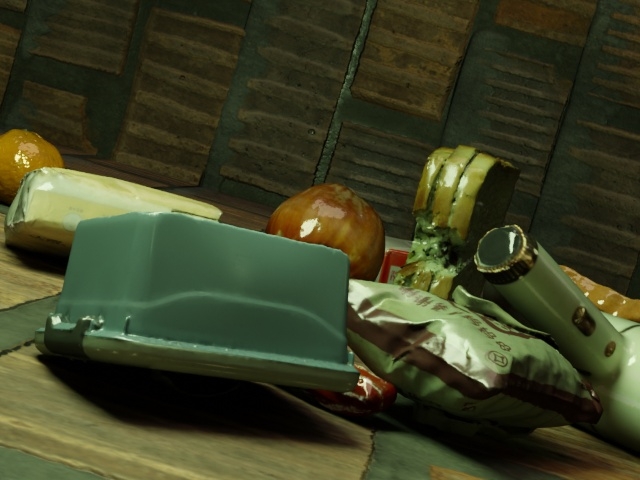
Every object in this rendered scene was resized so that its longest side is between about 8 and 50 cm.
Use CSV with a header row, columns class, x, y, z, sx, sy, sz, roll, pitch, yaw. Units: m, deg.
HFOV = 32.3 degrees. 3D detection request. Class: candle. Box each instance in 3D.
class,x,y,z,sx,sy,sz,roll,pitch,yaw
candle,-0.071,0.093,1.013,0.329,0.048,0.051,19,47,36

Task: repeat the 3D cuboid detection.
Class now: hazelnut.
class,x,y,z,sx,sy,sz,roll,pitch,yaw
hazelnut,0.000,0.000,1.575,0.182,0.182,0.182,16,5,-1

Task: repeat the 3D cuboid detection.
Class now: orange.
class,x,y,z,sx,sy,sz,roll,pitch,yaw
orange,-0.451,-0.108,1.675,0.135,0.117,0.135,12,11,-2

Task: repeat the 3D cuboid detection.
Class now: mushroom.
class,x,y,z,sx,sy,sz,roll,pitch,yaw
mushroom,0.331,0.105,1.824,0.117,0.141,0.188,-16,21,-5

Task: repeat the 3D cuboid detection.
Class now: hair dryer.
class,x,y,z,sx,sy,sz,roll,pitch,yaw
hair dryer,0.255,0.088,1.092,0.362,0.128,0.203,42,-13,-37

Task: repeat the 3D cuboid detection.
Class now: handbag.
class,x,y,z,sx,sy,sz,roll,pitch,yaw
handbag,0.125,0.111,0.999,0.213,0.127,0.235,22,-6,40

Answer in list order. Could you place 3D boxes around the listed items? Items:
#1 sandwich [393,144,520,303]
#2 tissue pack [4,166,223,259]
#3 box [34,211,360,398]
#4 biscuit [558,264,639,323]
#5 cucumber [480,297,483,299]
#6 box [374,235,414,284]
class,x,y,z,sx,sy,sz,roll,pitch,yaw
sandwich,0.179,0.005,1.528,0.095,0.273,0.249,18,7,19
tissue pack,-0.244,-0.017,1.275,0.222,0.090,0.186,12,-11,-23
box,-0.090,0.057,0.852,0.227,0.130,0.162,12,-9,-34
biscuit,0.380,0.139,1.274,0.334,0.047,0.202,25,-33,44
cucumber,0.296,0.127,1.909,0.168,0.039,0.039,20,5,5
box,0.143,0.054,1.900,0.133,0.099,0.182,12,7,-13
